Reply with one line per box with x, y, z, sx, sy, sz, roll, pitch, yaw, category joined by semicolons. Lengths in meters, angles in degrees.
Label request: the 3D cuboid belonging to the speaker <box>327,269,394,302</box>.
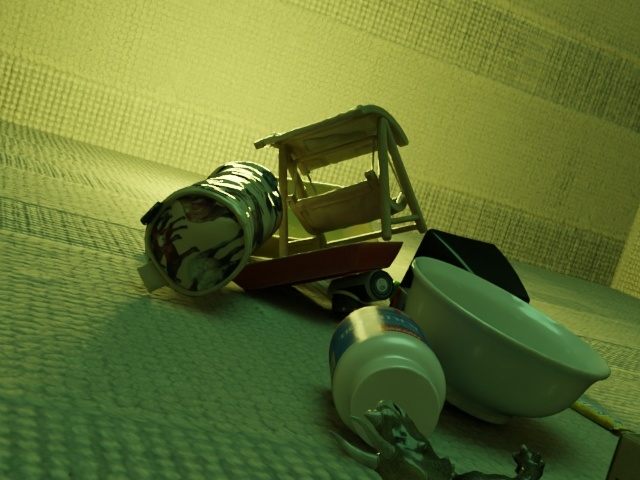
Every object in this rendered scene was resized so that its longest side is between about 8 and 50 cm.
0.070;0.087;1.573;0.055;0.055;0.136;13;-15;-31;speaker

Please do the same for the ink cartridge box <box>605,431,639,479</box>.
0.466;0.297;0.975;0.234;0.088;0.193;12;8;-35;ink cartridge box

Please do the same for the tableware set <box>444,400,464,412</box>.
0.161;0.201;1.236;0.104;0.024;0.154;17;7;-8;tableware set

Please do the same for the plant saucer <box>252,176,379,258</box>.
-0.059;-0.040;1.975;0.332;0.081;0.333;7;25;-14;plant saucer

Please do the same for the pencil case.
-0.168;-0.031;1.446;0.183;0.160;0.410;-20;9;9;pencil case

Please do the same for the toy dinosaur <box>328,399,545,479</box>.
0.154;0.240;0.676;0.160;0.121;0.313;-4;24;-39;toy dinosaur

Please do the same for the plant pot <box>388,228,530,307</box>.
0.269;0.112;1.625;0.187;0.188;0.167;13;22;-35;plant pot

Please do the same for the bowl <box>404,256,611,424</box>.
0.224;0.151;1.177;0.297;0.134;0.298;26;12;-6;bowl

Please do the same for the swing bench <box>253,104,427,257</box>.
0.039;-0.109;1.687;0.253;0.255;0.165;-12;-1;34;swing bench

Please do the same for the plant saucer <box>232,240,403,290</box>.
-0.005;0.047;1.556;0.259;0.048;0.258;-11;-4;22;plant saucer

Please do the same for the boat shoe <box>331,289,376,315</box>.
0.069;0.126;1.535;0.049;0.042;0.133;-10;-27;44;boat shoe

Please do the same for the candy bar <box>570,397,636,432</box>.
0.424;0.268;1.385;0.040;0.018;0.161;14;9;-31;candy bar

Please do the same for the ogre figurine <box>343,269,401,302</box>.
0.098;0.076;1.768;0.197;0.097;0.118;-5;32;-43;ogre figurine

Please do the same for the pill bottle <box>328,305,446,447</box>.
0.073;0.153;0.980;0.124;0.124;0.221;17;7;-4;pill bottle

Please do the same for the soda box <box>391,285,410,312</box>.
0.170;0.136;1.432;0.092;0.084;0.263;15;3;-1;soda box
